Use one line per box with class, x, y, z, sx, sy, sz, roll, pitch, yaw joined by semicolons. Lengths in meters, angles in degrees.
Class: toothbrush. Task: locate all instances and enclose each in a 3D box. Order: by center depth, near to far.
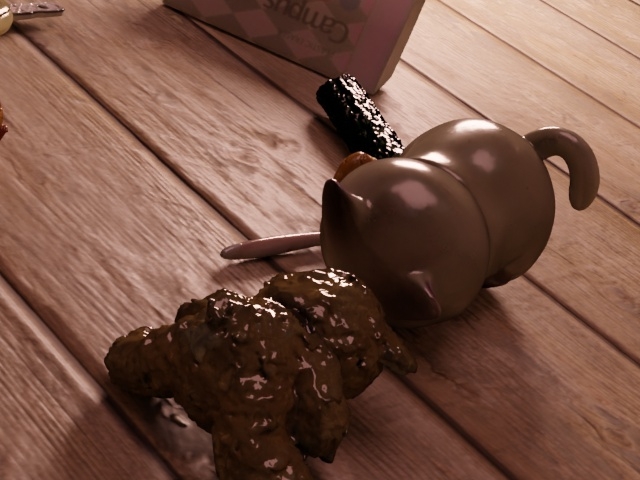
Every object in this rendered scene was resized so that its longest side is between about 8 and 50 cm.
toothbrush;0.000;0.000;1.636;0.307;0.025;0.029;-10;47;-42

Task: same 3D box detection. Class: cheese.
cheese;-0.471;-0.324;1.907;0.127;0.054;0.251;35;31;29

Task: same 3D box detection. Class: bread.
bread;0.054;-0.075;1.750;0.081;0.083;0.046;-22;13;-5

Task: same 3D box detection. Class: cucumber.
cucumber;0.071;-0.141;1.885;0.072;0.072;0.300;4;33;-25

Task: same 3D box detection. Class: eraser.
eraser;-0.040;-0.406;2.182;0.396;0.213;0.082;25;7;12

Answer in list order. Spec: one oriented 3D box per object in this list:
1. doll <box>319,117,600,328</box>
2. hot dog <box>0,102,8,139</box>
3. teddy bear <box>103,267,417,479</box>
doll;0.141;-0.023;1.576;0.370;0.226;0.215;-29;83;-43
hot dog;-0.494;-0.192;1.589;0.158;0.117;0.349;-11;41;-35
teddy bear;-0.040;0.109;1.280;0.267;0.156;0.256;35;30;31
